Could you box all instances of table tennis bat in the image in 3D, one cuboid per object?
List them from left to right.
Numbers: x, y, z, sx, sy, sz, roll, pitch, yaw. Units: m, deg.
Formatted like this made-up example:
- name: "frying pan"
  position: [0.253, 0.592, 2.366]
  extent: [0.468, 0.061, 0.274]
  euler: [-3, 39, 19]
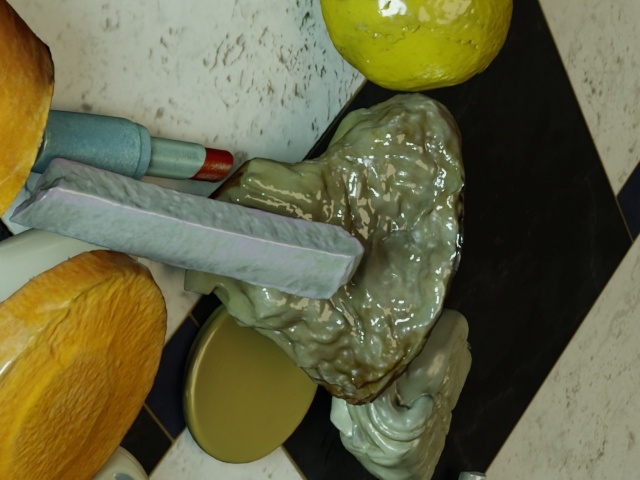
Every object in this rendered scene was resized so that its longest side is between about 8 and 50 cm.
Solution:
- name: "table tennis bat"
  position: [-0.036, 0.122, 1.969]
  extent: [0.321, 0.050, 0.198]
  euler: [-39, 125, -34]

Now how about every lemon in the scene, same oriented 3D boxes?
- name: "lemon"
  position: [0.103, -0.262, 1.878]
  extent: [0.260, 0.204, 0.204]
  euler: [29, 80, -59]

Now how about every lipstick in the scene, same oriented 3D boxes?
- name: "lipstick"
  position: [-0.186, -0.084, 1.699]
  extent: [0.274, 0.061, 0.068]
  euler: [6, 97, -51]

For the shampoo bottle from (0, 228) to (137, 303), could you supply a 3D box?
- name: "shampoo bottle"
  position: [-0.284, 0.054, 1.616]
  extent: [0.257, 0.078, 0.127]
  euler: [-33, 141, -41]

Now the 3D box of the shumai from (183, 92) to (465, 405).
- name: "shumai"
  position: [-0.004, -0.001, 1.876]
  extent: [0.283, 0.217, 0.346]
  euler: [8, 98, -9]

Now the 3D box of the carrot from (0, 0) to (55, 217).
- name: "carrot"
  position: [-0.340, -0.152, 1.375]
  extent: [0.214, 0.193, 0.331]
  euler: [-34, 137, 15]

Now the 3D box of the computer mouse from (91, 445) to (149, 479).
- name: "computer mouse"
  position: [-0.262, 0.303, 1.735]
  extent: [0.236, 0.082, 0.145]
  euler: [-54, 138, -25]

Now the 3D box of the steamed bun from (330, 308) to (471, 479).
- name: "steamed bun"
  position: [0.087, 0.177, 2.062]
  extent: [0.218, 0.144, 0.211]
  euler: [67, 43, -65]

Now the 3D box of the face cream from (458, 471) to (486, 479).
- name: "face cream"
  position: [0.171, 0.445, 2.321]
  extent: [0.073, 0.073, 0.283]
  euler: [8, 97, -52]

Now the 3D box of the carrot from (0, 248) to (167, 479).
- name: "carrot"
  position: [-0.261, 0.138, 1.593]
  extent: [0.307, 0.100, 0.258]
  euler: [-56, 157, 2]

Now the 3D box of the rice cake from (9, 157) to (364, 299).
- name: "rice cake"
  position: [-0.121, -0.009, 1.660]
  extent: [0.365, 0.056, 0.072]
  euler: [14, 132, -29]
